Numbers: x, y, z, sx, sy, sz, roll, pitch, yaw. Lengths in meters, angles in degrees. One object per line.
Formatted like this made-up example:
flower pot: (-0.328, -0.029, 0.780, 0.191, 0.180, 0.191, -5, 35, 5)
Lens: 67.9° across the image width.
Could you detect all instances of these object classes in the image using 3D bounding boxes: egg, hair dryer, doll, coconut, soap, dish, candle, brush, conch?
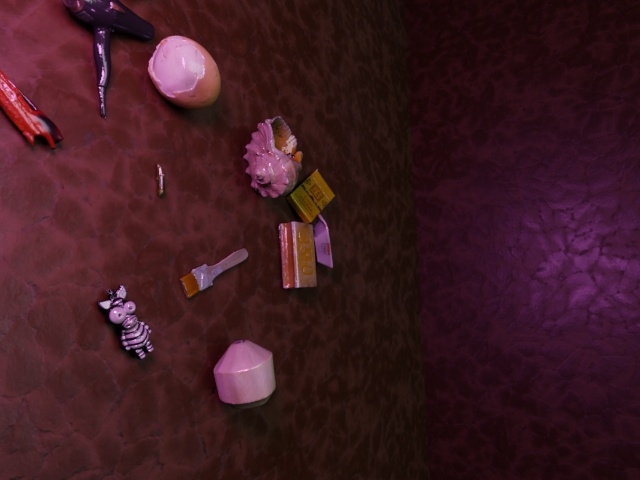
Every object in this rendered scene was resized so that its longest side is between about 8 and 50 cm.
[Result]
egg: (-0.423, -0.525, 1.524, 0.244, 0.200, 0.201, 36, 54, -60)
hair dryer: (-0.603, -0.526, 1.372, 0.303, 0.119, 0.360, -7, 99, -72)
doll: (-0.532, 0.230, 1.313, 0.091, 0.067, 0.220, -41, 116, -41)
coconut: (-0.252, 0.439, 1.589, 0.202, 0.202, 0.222, -18, 102, -57)
soap: (-0.093, 0.065, 2.015, 0.173, 0.089, 0.275, 6, 79, -60)
dish: (0.000, 0.000, 2.131, 0.154, 0.064, 0.235, -115, -163, -65)
candle: (-0.734, -0.345, 1.127, 0.084, 0.059, 0.302, -77, 146, -49)
brush: (-0.357, 0.098, 1.657, 0.336, 0.020, 0.086, -37, 114, -54)
conch: (-0.192, -0.325, 1.855, 0.352, 0.209, 0.298, -76, 157, -71)

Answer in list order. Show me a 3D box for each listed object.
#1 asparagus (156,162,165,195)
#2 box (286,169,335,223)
asparagus: (-0.501, -0.192, 1.488, 0.021, 0.025, 0.108, 1, 83, -48)
box: (-0.040, -0.201, 2.167, 0.153, 0.041, 0.279, 53, 40, -11)
